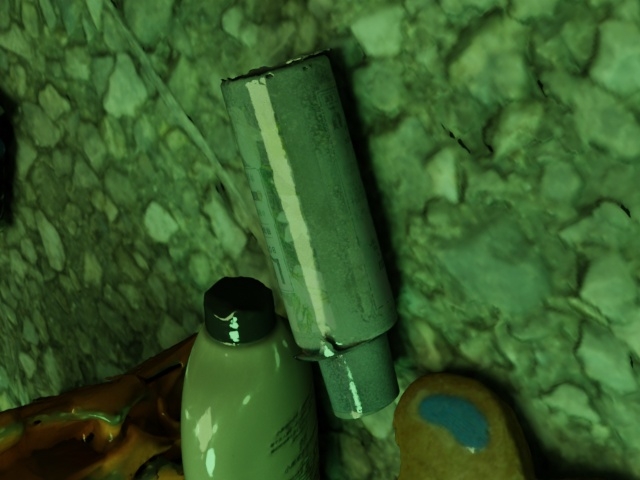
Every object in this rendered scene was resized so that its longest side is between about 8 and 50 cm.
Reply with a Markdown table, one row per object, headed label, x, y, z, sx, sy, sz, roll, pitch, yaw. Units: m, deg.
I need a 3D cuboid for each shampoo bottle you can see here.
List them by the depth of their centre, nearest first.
| label | x | y | z | sx | sy | sz | roll | pitch | yaw |
| --- | --- | --- | --- | --- | --- | --- | --- | --- | --- |
| shampoo bottle | 0.000 | 0.000 | 0.556 | 0.072 | 0.072 | 0.214 | -5 | 106 | 43 |
| shampoo bottle | -0.044 | 0.139 | 0.621 | 0.078 | 0.127 | 0.257 | 15 | 124 | 25 |

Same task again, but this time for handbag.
| label | x | y | z | sx | sy | sz | roll | pitch | yaw |
| --- | --- | --- | --- | --- | --- | --- | --- | --- | --- |
| handbag | -0.281 | 0.195 | 0.660 | 0.303 | 0.410 | 0.116 | -25 | 84 | 46 |

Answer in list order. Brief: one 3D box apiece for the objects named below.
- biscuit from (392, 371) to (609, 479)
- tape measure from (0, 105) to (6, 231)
| label | x | y | z | sx | sy | sz | roll | pitch | yaw |
| --- | --- | --- | --- | --- | --- | --- | --- | --- | --- |
| biscuit | 0.061 | 0.254 | 0.532 | 0.205 | 0.049 | 0.324 | 33 | 100 | 26 |
| tape measure | -0.431 | -0.072 | 0.792 | 0.259 | 0.262 | 0.138 | 35 | 138 | 26 |
